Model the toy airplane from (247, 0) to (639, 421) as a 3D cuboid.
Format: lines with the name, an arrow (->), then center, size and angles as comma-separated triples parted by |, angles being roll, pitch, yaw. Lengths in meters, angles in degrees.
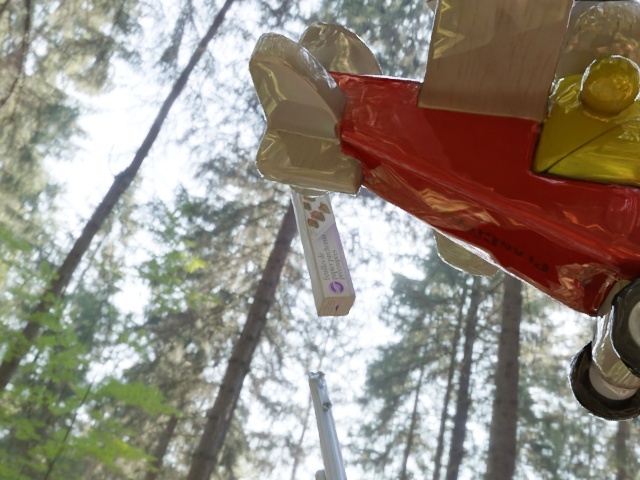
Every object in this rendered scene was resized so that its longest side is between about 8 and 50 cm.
toy airplane -> 0.142, -0.084, 0.522 | 0.384, 0.272, 0.386 | 44, -16, -22

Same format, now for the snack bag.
snack bag -> 0.026, 0.374, 0.787 | 0.037, 0.323, 0.342 | -9, -59, -4

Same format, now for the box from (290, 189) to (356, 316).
box -> 0.000, 0.000, 1.369 | 0.063, 0.324, 0.067 | -1, -41, -16

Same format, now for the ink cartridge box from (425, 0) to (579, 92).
ink cartridge box -> 0.339, -0.421, 1.123 | 0.226, 0.306, 0.131 | 44, -18, -31
